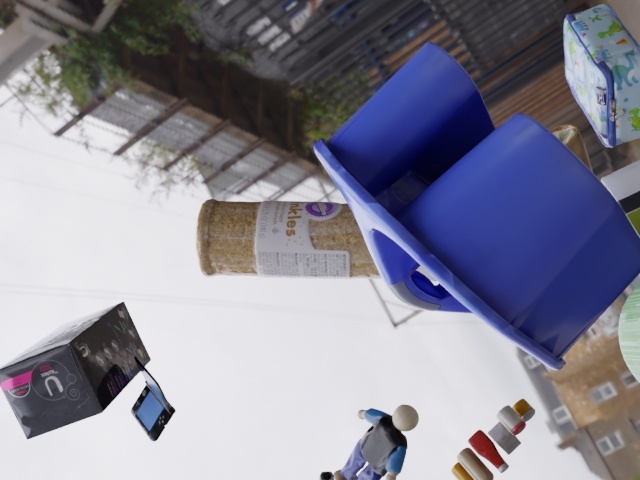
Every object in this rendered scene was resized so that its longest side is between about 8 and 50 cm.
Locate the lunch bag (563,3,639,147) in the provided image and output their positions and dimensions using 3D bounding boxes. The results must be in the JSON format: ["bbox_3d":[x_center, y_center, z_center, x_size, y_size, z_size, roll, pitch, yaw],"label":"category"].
[{"bbox_3d":[0.480,-0.274,1.330,0.176,0.090,0.219,66,-169,-46],"label":"lunch bag"}]

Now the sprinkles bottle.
[{"bbox_3d":[0.000,0.000,1.167,0.121,0.355,0.121,1,-90,-84],"label":"sprinkles bottle"}]

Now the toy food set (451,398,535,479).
[{"bbox_3d":[0.387,0.454,1.695,0.104,0.232,0.111,48,-175,33],"label":"toy food set"}]

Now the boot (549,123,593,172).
[{"bbox_3d":[0.391,-0.031,1.368,0.269,0.236,0.089,52,172,-35],"label":"boot"}]

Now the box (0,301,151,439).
[{"bbox_3d":[-0.461,0.239,1.503,0.270,0.165,0.143,-62,-50,-77],"label":"box"}]

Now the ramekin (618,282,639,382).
[{"bbox_3d":[0.755,0.189,1.583,0.303,0.303,0.148,58,168,1],"label":"ramekin"}]

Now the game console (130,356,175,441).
[{"bbox_3d":[-0.329,0.297,1.479,0.071,0.107,0.122,33,179,-38],"label":"game console"}]

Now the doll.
[{"bbox_3d":[0.081,0.300,1.140,0.046,0.189,0.129,11,-142,-30],"label":"doll"}]

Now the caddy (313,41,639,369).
[{"bbox_3d":[0.134,-0.009,0.698,0.341,0.179,0.241,32,-165,-52],"label":"caddy"}]

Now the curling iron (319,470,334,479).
[{"bbox_3d":[-0.003,0.385,1.038,0.068,0.274,0.035,-20,-129,-28],"label":"curling iron"}]

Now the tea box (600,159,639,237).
[{"bbox_3d":[0.486,0.077,0.816,0.329,0.220,0.323,57,-161,-21],"label":"tea box"}]
